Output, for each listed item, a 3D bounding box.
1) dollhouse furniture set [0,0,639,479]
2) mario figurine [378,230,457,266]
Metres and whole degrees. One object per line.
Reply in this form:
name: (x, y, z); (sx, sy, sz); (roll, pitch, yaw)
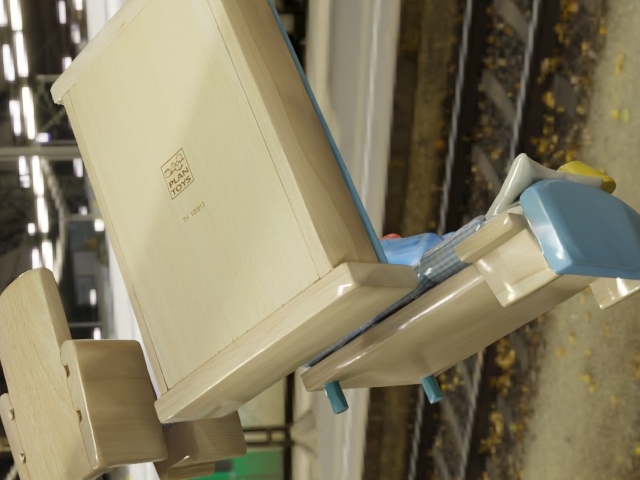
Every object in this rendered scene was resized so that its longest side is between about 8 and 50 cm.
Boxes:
dollhouse furniture set: (0.000, 0.000, 0.619); (0.286, 0.303, 0.198); (-37, 64, 33)
mario figurine: (0.083, 0.060, 1.099); (0.198, 0.320, 0.170); (36, -129, -65)
